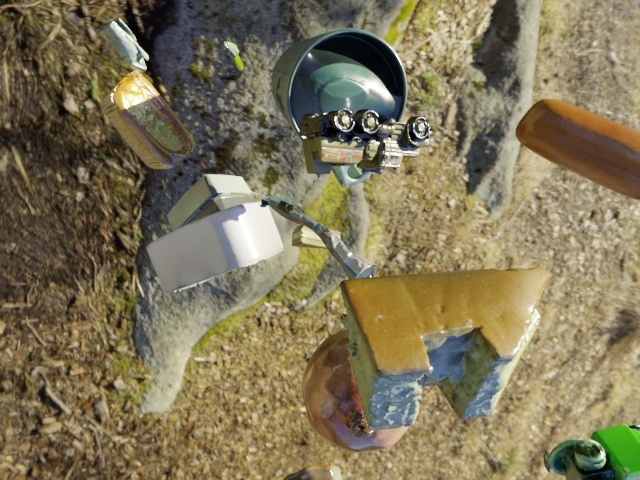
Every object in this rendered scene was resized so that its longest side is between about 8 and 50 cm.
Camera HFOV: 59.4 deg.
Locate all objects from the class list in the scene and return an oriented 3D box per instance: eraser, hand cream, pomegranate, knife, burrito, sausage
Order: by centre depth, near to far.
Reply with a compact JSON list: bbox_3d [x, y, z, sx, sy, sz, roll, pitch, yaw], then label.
[{"bbox_3d":[-0.001,0.000,0.932,0.052,0.248,0.075,-53,151,2],"label":"hand cream"},{"bbox_3d":[0.469,-0.155,0.953,0.105,0.274,0.105,-43,153,-29],"label":"sausage"},{"bbox_3d":[-0.169,-0.365,1.114,0.026,0.184,0.022,15,94,-2],"label":"knife"},{"bbox_3d":[-0.393,-0.394,1.138,0.044,0.074,0.118,-57,134,-24],"label":"burrito"},{"bbox_3d":[-0.224,0.002,1.402,0.331,0.331,0.150,-20,90,-20],"label":"eraser"},{"bbox_3d":[0.104,0.400,1.483,0.338,0.338,0.338,-11,115,-24],"label":"pomegranate"}]

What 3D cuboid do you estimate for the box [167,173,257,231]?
[{"bbox_3d":[-0.366,-0.088,1.908,0.290,0.166,0.220,-39,159,32],"label":"box"}]

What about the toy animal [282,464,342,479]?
[{"bbox_3d":[-0.019,0.351,0.660,0.157,0.097,0.312,-22,130,14],"label":"toy animal"}]

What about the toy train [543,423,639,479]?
[{"bbox_3d":[0.511,0.445,0.992,0.188,0.132,0.243,-15,116,-1],"label":"toy train"}]

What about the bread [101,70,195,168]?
[{"bbox_3d":[-0.513,-0.349,1.674,0.288,0.119,0.153,55,48,-30],"label":"bread"}]

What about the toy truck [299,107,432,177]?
[{"bbox_3d":[0.091,-0.192,1.109,0.257,0.127,0.127,-6,97,-30],"label":"toy truck"}]

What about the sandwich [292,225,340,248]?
[{"bbox_3d":[-0.018,-0.008,2.190,0.163,0.113,0.080,8,82,-21],"label":"sandwich"}]

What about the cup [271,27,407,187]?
[{"bbox_3d":[0.015,-0.369,1.541,0.310,0.392,0.401,11,106,-19],"label":"cup"}]

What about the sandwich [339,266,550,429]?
[{"bbox_3d":[0.141,0.100,0.565,0.235,0.128,0.122,-7,132,-10],"label":"sandwich"}]
